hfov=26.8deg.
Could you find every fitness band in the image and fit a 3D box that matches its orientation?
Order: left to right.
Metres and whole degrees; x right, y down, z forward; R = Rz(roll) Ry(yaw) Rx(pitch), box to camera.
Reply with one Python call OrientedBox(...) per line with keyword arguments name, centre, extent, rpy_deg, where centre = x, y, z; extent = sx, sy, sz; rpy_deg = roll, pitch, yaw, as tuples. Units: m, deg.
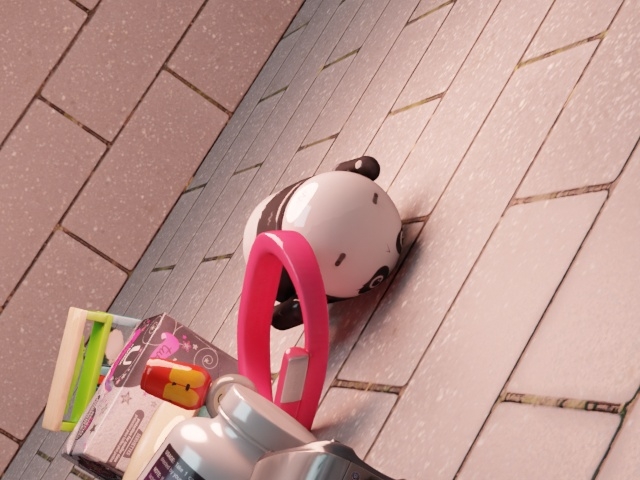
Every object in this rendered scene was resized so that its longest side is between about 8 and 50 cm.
OrientedBox(name="fitness band", centre=(-0.050, 0.121, 1.669), extent=(0.209, 0.054, 0.291), rpy_deg=(-110, 25, -42))

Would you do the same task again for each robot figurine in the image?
OrientedBox(name="robot figurine", centre=(0.001, 0.003, 1.805), extent=(0.278, 0.174, 0.209), rpy_deg=(-19, 83, 66))

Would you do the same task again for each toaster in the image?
OrientedBox(name="toaster", centre=(-0.015, 0.289, 1.318), extent=(0.227, 0.129, 0.146), rpy_deg=(-25, 36, 59))

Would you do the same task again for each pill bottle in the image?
OrientedBox(name="pill bottle", centre=(-0.139, 0.329, 1.509), extent=(0.323, 0.181, 0.181), rpy_deg=(-55, 15, 1))

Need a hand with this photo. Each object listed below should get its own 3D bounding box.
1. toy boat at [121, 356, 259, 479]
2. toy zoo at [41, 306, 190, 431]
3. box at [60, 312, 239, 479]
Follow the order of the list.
OrientedBox(name="toy boat", centre=(-0.171, 0.280, 1.748), extent=(0.267, 0.148, 0.318), rpy_deg=(-69, -5, -49))
OrientedBox(name="toy zoo", centre=(-0.307, 0.219, 2.153), extent=(0.030, 0.293, 0.192), rpy_deg=(11, 86, 38))
OrientedBox(name="box", centre=(-0.254, 0.257, 2.044), extent=(0.247, 0.163, 0.142), rpy_deg=(-61, 18, -22))
